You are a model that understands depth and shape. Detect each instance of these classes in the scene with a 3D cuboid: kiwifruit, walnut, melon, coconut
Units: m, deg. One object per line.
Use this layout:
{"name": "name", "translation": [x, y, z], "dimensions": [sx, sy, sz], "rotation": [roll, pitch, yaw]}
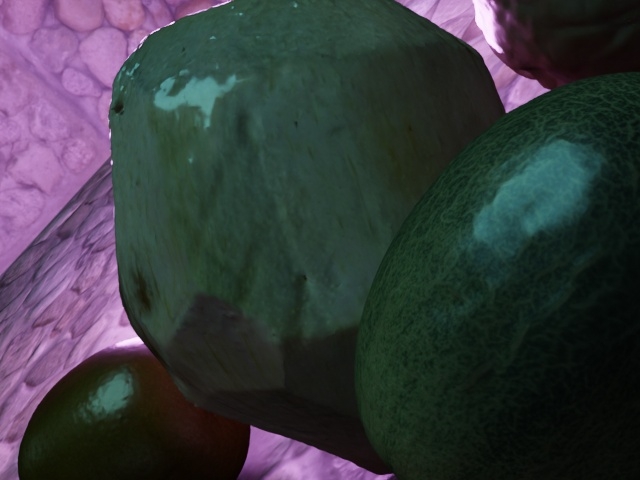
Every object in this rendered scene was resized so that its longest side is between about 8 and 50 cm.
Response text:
{"name": "kiwifruit", "translation": [-0.185, 0.199, 1.517], "dimensions": [0.234, 0.196, 0.196], "rotation": [-39, 19, 31]}
{"name": "walnut", "translation": [0.270, -0.240, 1.425], "dimensions": [0.273, 0.273, 0.227], "rotation": [-173, 90, -67]}
{"name": "melon", "translation": [0.167, 0.042, 1.020], "dimensions": [0.329, 0.248, 0.248], "rotation": [-48, 18, 12]}
{"name": "coconut", "translation": [0.000, 0.000, 1.295], "dimensions": [0.344, 0.415, 0.415], "rotation": [-16, 32, 35]}
